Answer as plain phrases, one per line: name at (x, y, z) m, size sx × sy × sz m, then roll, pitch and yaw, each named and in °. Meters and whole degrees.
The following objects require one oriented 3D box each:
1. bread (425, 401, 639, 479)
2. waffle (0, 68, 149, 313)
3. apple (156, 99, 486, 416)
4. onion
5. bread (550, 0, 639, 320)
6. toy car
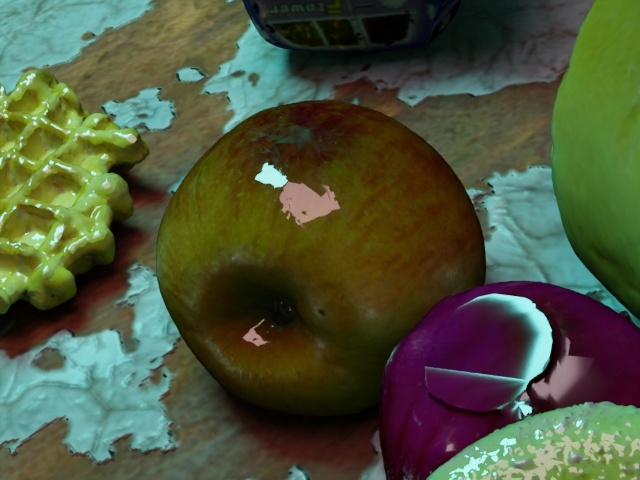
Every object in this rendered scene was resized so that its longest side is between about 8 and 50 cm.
bread at (0.122, 0.179, 0.576) m, size 0.228 × 0.033 × 0.228 m, roll 0°, pitch 76°, yaw 2°
waffle at (-0.222, -0.039, 0.988) m, size 0.229 × 0.057 × 0.219 m, roll 10°, pitch 48°, yaw 26°
apple at (0.000, 0.000, 0.821) m, size 0.195 × 0.160 × 0.173 m, roll 13°, pitch 27°, yaw 21°
onion at (0.085, 0.103, 0.679) m, size 0.173 × 0.135 × 0.198 m, roll 23°, pitch 58°, yaw 42°
bread at (0.273, -0.069, 0.724) m, size 0.301 × 0.210 × 0.341 m, roll -15°, pitch 27°, yaw -7°
toy car at (0.047, -0.225, 1.029) m, size 0.235 × 0.158 × 0.172 m, roll 1°, pitch 45°, yaw 17°
